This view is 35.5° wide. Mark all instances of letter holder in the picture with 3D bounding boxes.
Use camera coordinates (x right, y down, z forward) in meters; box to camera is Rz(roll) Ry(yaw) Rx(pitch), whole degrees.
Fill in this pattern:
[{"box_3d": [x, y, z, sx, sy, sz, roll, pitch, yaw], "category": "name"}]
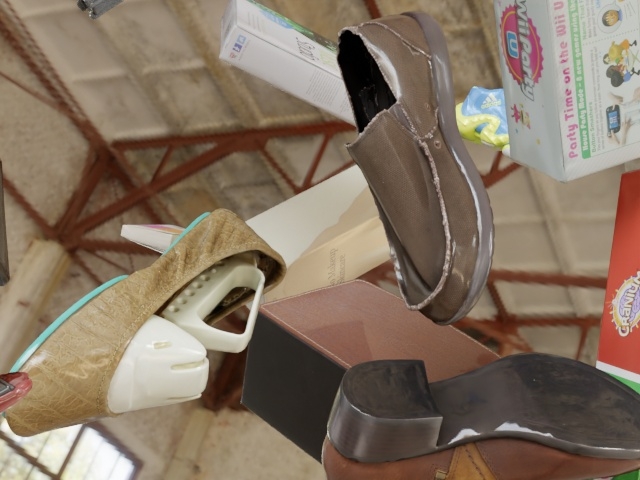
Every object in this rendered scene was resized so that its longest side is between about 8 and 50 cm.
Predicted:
[{"box_3d": [0.080, 0.188, 1.280, 0.301, 0.214, 0.152, 29, -59, 38], "category": "letter holder"}]

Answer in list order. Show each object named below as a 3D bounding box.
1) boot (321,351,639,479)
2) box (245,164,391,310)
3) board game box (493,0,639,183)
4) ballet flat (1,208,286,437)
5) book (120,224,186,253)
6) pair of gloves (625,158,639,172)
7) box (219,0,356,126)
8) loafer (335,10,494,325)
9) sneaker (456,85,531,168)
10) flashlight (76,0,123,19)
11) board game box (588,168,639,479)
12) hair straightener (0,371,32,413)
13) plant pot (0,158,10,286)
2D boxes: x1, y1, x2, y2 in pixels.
[{"box_3d": [0.120, 0.224, 0.812, 0.264, 0.096, 0.280, -1, -51, -12], "category": "boot"}, {"box_3d": [0.000, 0.000, 1.682, 0.121, 0.311, 0.148, 46, -26, 32], "category": "box"}, {"box_3d": [0.303, -0.202, 0.844, 0.097, 0.303, 0.224, -135, -149, -61], "category": "board game box"}, {"box_3d": [-0.132, 0.078, 0.905, 0.124, 0.342, 0.116, 24, -58, 16], "category": "ballet flat"}, {"box_3d": [-0.250, -0.007, 1.654, 0.096, 0.035, 0.144, 16, 7, 23], "category": "book"}, {"box_3d": [0.534, -0.143, 1.455, 0.240, 0.042, 0.204, 21, -40, 50], "category": "pair of gloves"}, {"box_3d": [0.013, -0.235, 1.403, 0.322, 0.232, 0.058, 25, -70, -16], "category": "box"}, {"box_3d": [0.082, -0.082, 1.088, 0.130, 0.366, 0.134, 0, -23, -28], "category": "loafer"}, {"box_3d": [0.366, -0.219, 1.889, 0.240, 0.126, 0.091, 26, 5, 13], "category": "sneaker"}, {"box_3d": [-0.254, -0.457, 1.555, 0.103, 0.304, 0.103, 42, -16, 24], "category": "flashlight"}, {"box_3d": [0.357, 0.118, 0.904, 0.242, 0.317, 0.064, 19, -15, -29], "category": "board game box"}, {"box_3d": [-0.233, 0.080, 0.380, 0.047, 0.230, 0.089, 8, -54, 64], "category": "hair straightener"}, {"box_3d": [-0.502, -0.043, 1.269, 0.188, 0.188, 0.167, -4, -13, -15], "category": "plant pot"}]
